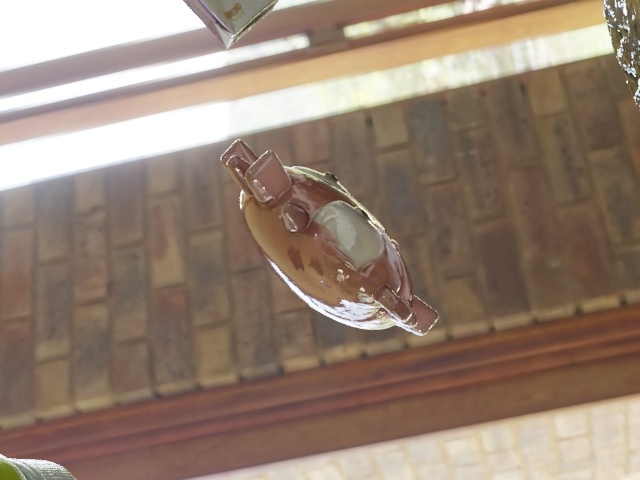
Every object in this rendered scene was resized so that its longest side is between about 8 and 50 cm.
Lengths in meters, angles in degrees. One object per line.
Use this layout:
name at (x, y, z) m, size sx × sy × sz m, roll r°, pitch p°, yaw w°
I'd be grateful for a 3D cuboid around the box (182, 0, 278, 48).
box at (-0.085, -0.196, 0.879) m, size 0.117 × 0.050 × 0.036 m, roll 45°, pitch 165°, yaw -2°

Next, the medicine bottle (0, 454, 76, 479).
medicine bottle at (-0.297, 0.228, 0.948) m, size 0.225 × 0.139 × 0.139 m, roll 15°, pitch -120°, yaw -54°

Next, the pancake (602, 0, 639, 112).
pancake at (0.190, -0.096, 0.682) m, size 0.151 × 0.025 × 0.152 m, roll -21°, pitch -90°, yaw -87°

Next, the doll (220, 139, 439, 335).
doll at (0.000, 0.000, 1.019) m, size 0.211 × 0.093 × 0.262 m, roll 42°, pitch -179°, yaw -31°
